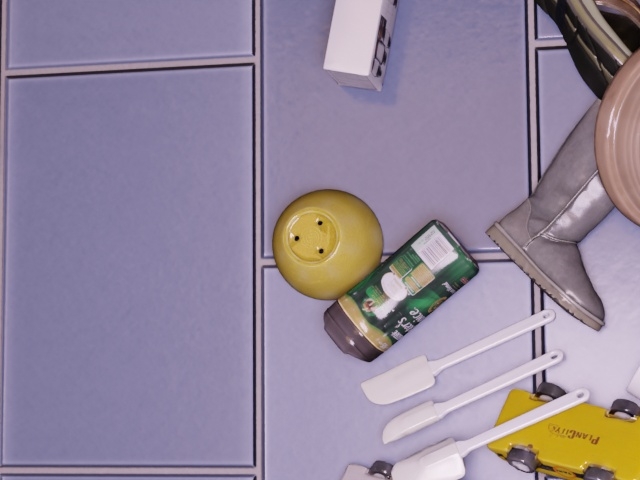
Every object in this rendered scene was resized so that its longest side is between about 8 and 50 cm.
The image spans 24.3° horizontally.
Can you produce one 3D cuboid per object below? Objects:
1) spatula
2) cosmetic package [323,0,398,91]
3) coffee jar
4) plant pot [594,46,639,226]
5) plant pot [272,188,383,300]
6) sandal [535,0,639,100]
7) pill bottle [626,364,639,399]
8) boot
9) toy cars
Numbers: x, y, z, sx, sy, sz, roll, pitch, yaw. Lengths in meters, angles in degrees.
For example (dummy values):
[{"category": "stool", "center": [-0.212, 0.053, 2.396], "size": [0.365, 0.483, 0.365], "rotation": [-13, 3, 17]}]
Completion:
[{"category": "spatula", "center": [0.177, 0.179, 1.688], "size": [0.242, 0.019, 0.168], "rotation": [-24, 46, 6]}, {"category": "cosmetic package", "center": [0.061, -0.304, 1.756], "size": [0.060, 0.099, 0.239], "rotation": [10, 87, 10]}, {"category": "coffee jar", "center": [0.091, 0.062, 1.712], "size": [0.184, 0.096, 0.079], "rotation": [-40, 75, 6]}, {"category": "plant pot", "center": [0.424, -0.107, 1.597], "size": [0.237, 0.110, 0.237], "rotation": [-4, 105, -16]}, {"category": "plant pot", "center": [0.000, 0.000, 1.737], "size": [0.134, 0.095, 0.134], "rotation": [-1, 83, 11]}, {"category": "sandal", "center": [0.317, -0.259, 1.692], "size": [0.086, 0.120, 0.302], "rotation": [-30, 78, -7]}, {"category": "pill bottle", "center": [0.426, 0.178, 1.630], "size": [0.169, 0.094, 0.094], "rotation": [30, 91, 13]}, {"category": "boot", "center": [0.314, -0.028, 1.686], "size": [0.208, 0.076, 0.189], "rotation": [-44, 78, 3]}, {"category": "toy cars", "center": [0.197, 0.276, 1.670], "size": [0.394, 0.087, 0.176], "rotation": [-26, 46, 10]}]
